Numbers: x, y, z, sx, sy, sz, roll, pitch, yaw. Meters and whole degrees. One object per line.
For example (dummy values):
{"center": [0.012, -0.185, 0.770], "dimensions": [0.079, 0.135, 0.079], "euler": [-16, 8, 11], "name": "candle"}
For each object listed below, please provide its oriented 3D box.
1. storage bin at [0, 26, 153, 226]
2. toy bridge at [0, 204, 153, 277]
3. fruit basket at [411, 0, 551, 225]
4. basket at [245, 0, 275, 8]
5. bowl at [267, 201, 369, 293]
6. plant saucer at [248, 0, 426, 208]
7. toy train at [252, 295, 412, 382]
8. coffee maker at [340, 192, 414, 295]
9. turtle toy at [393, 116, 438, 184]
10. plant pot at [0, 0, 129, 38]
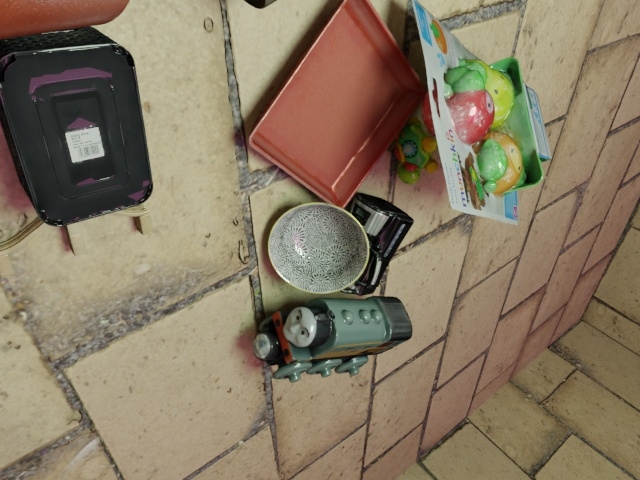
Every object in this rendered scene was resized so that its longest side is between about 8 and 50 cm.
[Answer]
{"center": [-0.259, -0.119, 0.511], "dimensions": [0.122, 0.084, 0.180], "euler": [-22, 132, -32], "name": "storage bin"}
{"center": [-0.305, -0.013, 0.597], "dimensions": [0.188, 0.026, 0.063], "euler": [-21, 130, -33], "name": "toy bridge"}
{"center": [0.266, -0.196, 0.807], "dimensions": [0.353, 0.165, 0.327], "euler": [8, 72, -58], "name": "fruit basket"}
{"center": [-0.017, -0.370, 0.506], "dimensions": [0.227, 0.154, 0.204], "euler": [-42, 143, -6], "name": "basket"}
{"center": [0.000, 0.000, 0.844], "dimensions": [0.080, 0.170, 0.170], "euler": [-76, -178, -64], "name": "bowl"}
{"center": [0.030, -0.205, 0.760], "dimensions": [0.258, 0.048, 0.259], "euler": [-54, 141, 4], "name": "plant saucer"}
{"center": [0.031, 0.181, 0.954], "dimensions": [0.190, 0.142, 0.334], "euler": [-37, 150, 32], "name": "toy train"}
{"center": [0.093, 0.005, 0.955], "dimensions": [0.178, 0.120, 0.171], "euler": [-62, 165, 15], "name": "coffee maker"}
{"center": [0.173, -0.161, 0.912], "dimensions": [0.066, 0.095, 0.130], "euler": [-19, 136, -1], "name": "turtle toy"}
{"center": [-0.274, -0.231, 0.285], "dimensions": [0.265, 0.272, 0.272], "euler": [-26, 136, -40], "name": "plant pot"}
